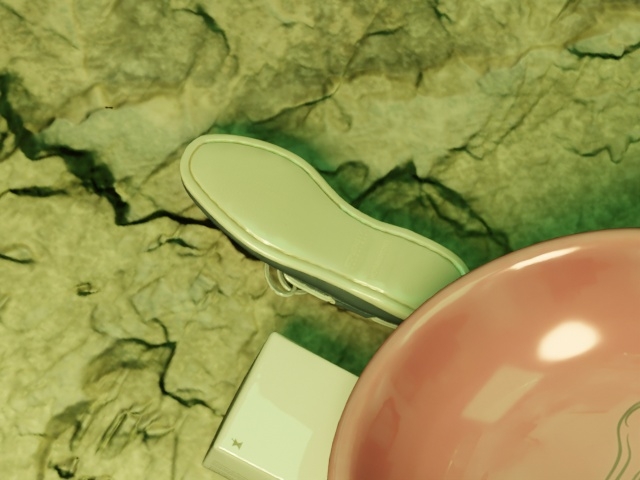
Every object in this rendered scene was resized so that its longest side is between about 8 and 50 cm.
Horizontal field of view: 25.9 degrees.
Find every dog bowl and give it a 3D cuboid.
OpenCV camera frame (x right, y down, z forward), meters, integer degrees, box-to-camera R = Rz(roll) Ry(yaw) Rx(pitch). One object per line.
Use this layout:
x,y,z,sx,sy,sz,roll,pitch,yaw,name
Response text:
0.184,0.160,0.901,0.407,0.150,0.408,-18,39,16,dog bowl

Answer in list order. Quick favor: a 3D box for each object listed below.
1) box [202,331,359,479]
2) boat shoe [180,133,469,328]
-0.021,0.142,1.049,0.102,0.087,0.101,28,68,0,box
0.000,0.000,1.110,0.254,0.079,0.095,24,65,-4,boat shoe
